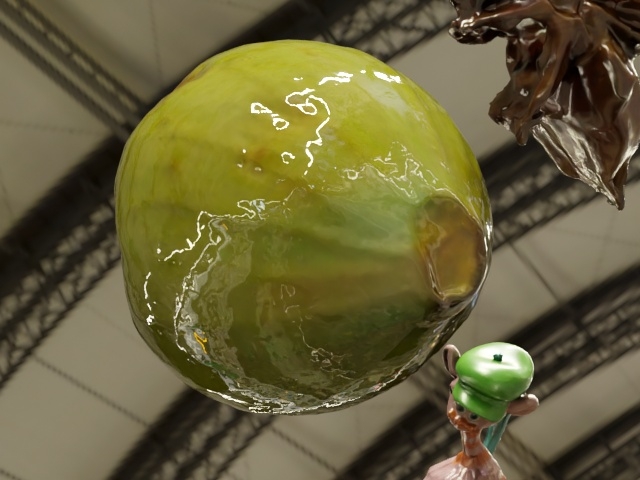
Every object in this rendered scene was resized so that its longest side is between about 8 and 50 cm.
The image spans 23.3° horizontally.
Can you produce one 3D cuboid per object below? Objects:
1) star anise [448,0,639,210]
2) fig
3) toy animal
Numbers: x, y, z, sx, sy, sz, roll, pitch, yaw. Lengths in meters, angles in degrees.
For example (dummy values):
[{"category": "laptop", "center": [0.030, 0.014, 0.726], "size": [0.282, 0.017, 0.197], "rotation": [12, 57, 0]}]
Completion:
[{"category": "star anise", "center": [0.168, -0.194, 1.087], "size": [0.237, 0.346, 0.148], "rotation": [-16, -8, -24]}, {"category": "fig", "center": [0.000, 0.000, 0.960], "size": [0.239, 0.271, 0.239], "rotation": [-11, -71, -32]}, {"category": "toy animal", "center": [0.136, 0.177, 1.270], "size": [0.103, 0.100, 0.208], "rotation": [-35, -53, -51]}]
